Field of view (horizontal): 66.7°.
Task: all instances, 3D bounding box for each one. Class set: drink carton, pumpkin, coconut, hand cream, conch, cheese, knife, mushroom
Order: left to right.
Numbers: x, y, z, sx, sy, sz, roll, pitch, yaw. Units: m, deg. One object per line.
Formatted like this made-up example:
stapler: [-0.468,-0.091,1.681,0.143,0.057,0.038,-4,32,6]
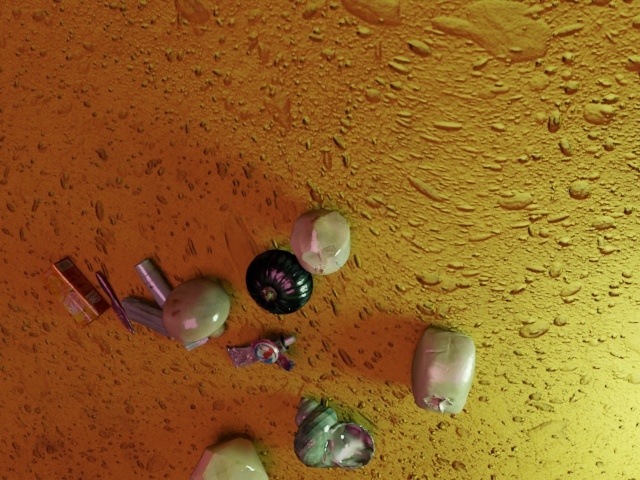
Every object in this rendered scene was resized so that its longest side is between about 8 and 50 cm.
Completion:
drink carton: [-0.820,0.175,1.626,0.096,0.071,0.223,-37,97,22]
knife: [-0.692,0.213,1.633,0.035,0.018,0.247,-20,103,17]
hand cream: [-0.479,0.205,1.560,0.085,0.058,0.331,-29,105,8]
mushroom: [-0.363,0.227,1.474,0.207,0.207,0.215,-6,139,17]
coconut: [-0.304,0.783,1.622,0.259,0.259,0.259,5,109,13]
hand cream: [-0.188,0.346,1.533,0.257,0.050,0.084,-20,105,23]
cheese: [-0.147,0.348,1.472,0.145,0.038,0.095,31,122,1]
pumpkin: [-0.119,0.120,1.379,0.202,0.140,0.202,13,121,24]
coconut: [0.000,0.000,1.285,0.170,0.171,0.183,7,154,12]
conch: [0.018,0.608,1.507,0.220,0.195,0.277,-47,69,12]

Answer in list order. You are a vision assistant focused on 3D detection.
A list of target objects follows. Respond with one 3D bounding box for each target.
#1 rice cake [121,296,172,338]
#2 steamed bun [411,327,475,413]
rice cake: [-0.546,0.247,1.561,0.226,0.040,0.085,15,127,27]
steamed bun: [0.337,0.373,1.346,0.170,0.152,0.239,9,113,11]
